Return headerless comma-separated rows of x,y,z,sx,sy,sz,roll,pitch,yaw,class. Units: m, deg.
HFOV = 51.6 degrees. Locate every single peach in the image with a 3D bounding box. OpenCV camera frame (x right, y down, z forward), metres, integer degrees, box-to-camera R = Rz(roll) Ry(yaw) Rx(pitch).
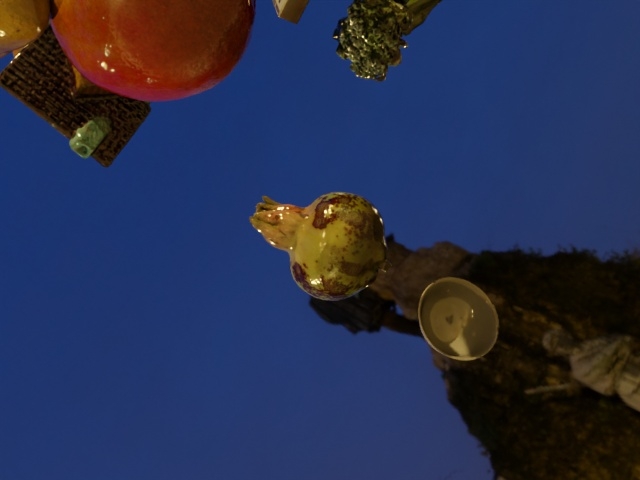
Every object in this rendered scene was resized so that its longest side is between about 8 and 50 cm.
-0.235,-0.367,0.969,0.332,0.308,0.307,-41,-26,28,peach

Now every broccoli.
0.165,-0.438,1.265,0.304,0.145,0.165,-42,-4,-20,broccoli

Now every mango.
-0.477,-0.336,0.929,0.130,0.261,0.167,-18,-68,-51,mango

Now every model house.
-0.477,-0.307,1.302,0.280,0.230,0.249,38,-147,-20,model house

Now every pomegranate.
0.004,0.000,1.326,0.276,0.204,0.222,25,-95,-35,pomegranate

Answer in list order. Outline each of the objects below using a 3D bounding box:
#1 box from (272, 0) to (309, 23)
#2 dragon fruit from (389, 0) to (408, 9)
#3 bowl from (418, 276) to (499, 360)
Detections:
-0.054,-0.568,1.238,0.047,0.325,0.180,11,-48,-31,box
0.146,-0.488,1.062,0.188,0.182,0.182,-37,-25,29,dragon fruit
0.286,0.181,1.452,0.189,0.189,0.086,-43,-7,-28,bowl
